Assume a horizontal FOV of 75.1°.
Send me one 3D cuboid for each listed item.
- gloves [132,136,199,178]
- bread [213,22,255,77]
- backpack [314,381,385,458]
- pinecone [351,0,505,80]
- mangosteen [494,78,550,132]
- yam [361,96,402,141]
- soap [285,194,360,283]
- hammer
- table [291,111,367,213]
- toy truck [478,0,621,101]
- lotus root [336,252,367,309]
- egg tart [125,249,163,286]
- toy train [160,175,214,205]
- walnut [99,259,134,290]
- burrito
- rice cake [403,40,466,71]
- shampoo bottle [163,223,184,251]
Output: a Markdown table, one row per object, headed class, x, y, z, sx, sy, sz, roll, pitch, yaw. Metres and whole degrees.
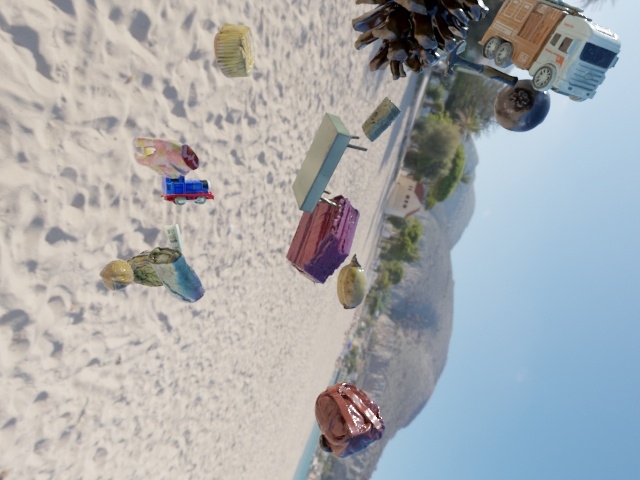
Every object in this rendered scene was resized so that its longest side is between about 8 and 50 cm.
| class | x | y | z | sx | sy | sz | roll | pitch | yaw |
| --- | --- | --- | --- | --- | --- | --- | --- | --- | --- |
| gloves | -0.540 | -0.278 | 1.414 | 0.145 | 0.242 | 0.126 | 18 | 70 | -67 |
| bread | -0.349 | -0.768 | 1.687 | 0.178 | 0.133 | 0.250 | 79 | 9 | -50 |
| backpack | 0.081 | 0.543 | 1.293 | 0.229 | 0.230 | 0.138 | -61 | 166 | -54 |
| pinecone | 0.167 | -0.412 | 0.665 | 0.309 | 0.244 | 0.244 | -53 | 179 | 20 |
| mangosteen | 0.573 | -0.378 | 1.183 | 0.152 | 0.153 | 0.152 | 17 | 90 | -82 |
| yam | 0.276 | -0.556 | 1.922 | 0.194 | 0.107 | 0.107 | -47 | 180 | 19 |
| soap | 0.000 | 0.000 | 1.189 | 0.099 | 0.162 | 0.249 | 49 | 48 | -37 |
| hammer | 0.360 | -0.381 | 0.920 | 0.021 | 0.201 | 0.078 | -158 | -104 | -65 |
| table | 0.026 | -0.197 | 1.120 | 0.240 | 0.111 | 0.121 | -61 | -149 | 32 |
| toy truck | 0.508 | -0.441 | 0.929 | 0.305 | 0.137 | 0.162 | -111 | -146 | -46 |
| lotus root | 0.124 | 0.158 | 1.606 | 0.118 | 0.125 | 0.220 | 11 | 85 | -48 |
| egg tart | -0.718 | 0.111 | 1.777 | 0.234 | 0.234 | 0.094 | 95 | -16 | -56 |
| toy train | -0.557 | -0.213 | 1.742 | 0.204 | 0.083 | 0.130 | -6 | 101 | -34 |
| walnut | -0.668 | 0.115 | 1.368 | 0.124 | 0.105 | 0.105 | -156 | -97 | -75 |
| burrito | -0.467 | 0.122 | 1.359 | 0.089 | 0.144 | 0.228 | -61 | 146 | -38 |
| rice cake | 0.398 | -0.655 | 1.486 | 0.085 | 0.226 | 0.040 | -86 | 157 | -70 |
| shampoo bottle | -0.509 | 0.011 | 1.461 | 0.034 | 0.049 | 0.140 | -95 | 177 | -72 |
